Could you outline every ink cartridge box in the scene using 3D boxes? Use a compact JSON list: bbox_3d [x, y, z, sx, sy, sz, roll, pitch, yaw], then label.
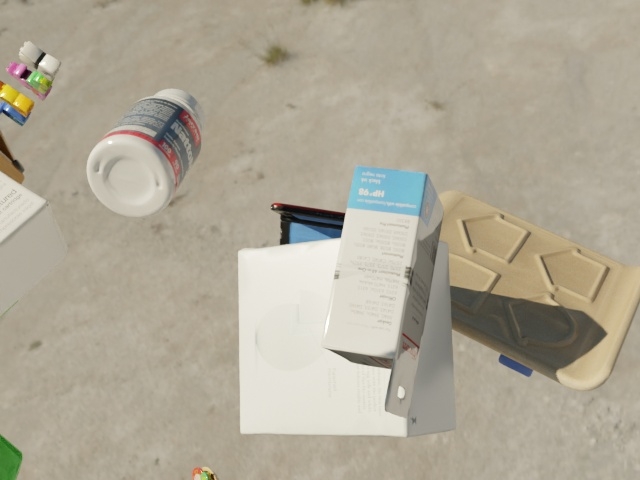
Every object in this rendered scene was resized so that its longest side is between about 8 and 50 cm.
[{"bbox_3d":[-0.486,-0.014,1.091,0.272,0.115,0.198,30,60,21],"label":"ink cartridge box"},{"bbox_3d":[0.049,0.043,0.698,0.060,0.104,0.180,8,78,17],"label":"ink cartridge box"}]

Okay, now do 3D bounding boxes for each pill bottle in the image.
[{"bbox_3d":[-0.206,-0.117,1.096,0.107,0.108,0.180,-3,32,14],"label":"pill bottle"}]

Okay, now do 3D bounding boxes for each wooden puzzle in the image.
[{"bbox_3d":[0.261,0.069,1.249,0.347,0.081,0.322,22,34,20],"label":"wooden puzzle"}]

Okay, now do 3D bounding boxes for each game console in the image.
[{"bbox_3d":[0.000,0.000,1.319,0.144,0.085,0.124,8,-3,11],"label":"game console"}]

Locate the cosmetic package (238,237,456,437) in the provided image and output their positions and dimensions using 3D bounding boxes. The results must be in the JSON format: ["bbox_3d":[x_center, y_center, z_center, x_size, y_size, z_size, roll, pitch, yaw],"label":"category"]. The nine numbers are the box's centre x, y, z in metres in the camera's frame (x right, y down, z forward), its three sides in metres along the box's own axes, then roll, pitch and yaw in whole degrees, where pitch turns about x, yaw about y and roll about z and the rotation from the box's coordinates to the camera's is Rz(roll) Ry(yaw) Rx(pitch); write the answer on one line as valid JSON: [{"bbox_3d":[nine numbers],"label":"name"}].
[{"bbox_3d":[0.031,0.115,1.051,0.224,0.224,0.138,-7,-10,34],"label":"cosmetic package"}]

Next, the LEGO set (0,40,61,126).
[{"bbox_3d":[-0.443,-0.228,1.267,0.087,0.093,0.227,-58,17,-13],"label":"LEGO set"}]

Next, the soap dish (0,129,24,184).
[{"bbox_3d":[-0.587,-0.191,1.361,0.118,0.229,0.291,-34,62,-3],"label":"soap dish"}]

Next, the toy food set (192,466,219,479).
[{"bbox_3d":[-0.146,0.330,1.133,0.020,0.083,0.083,-3,71,-29],"label":"toy food set"}]

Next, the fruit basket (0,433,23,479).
[{"bbox_3d":[-0.423,0.216,0.578,0.283,0.392,0.392,-32,24,37],"label":"fruit basket"}]
